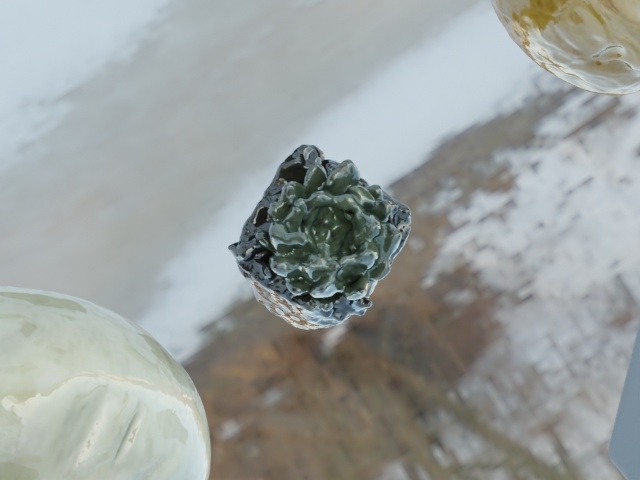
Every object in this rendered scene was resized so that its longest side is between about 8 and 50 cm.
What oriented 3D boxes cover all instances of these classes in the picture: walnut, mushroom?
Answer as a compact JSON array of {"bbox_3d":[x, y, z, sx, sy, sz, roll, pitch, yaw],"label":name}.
[{"bbox_3d":[0.251,-0.230,1.696,0.225,0.193,0.193,26,132,-31],"label":"walnut"},{"bbox_3d":[-0.241,0.161,1.338,0.315,0.315,0.356,-34,177,12],"label":"mushroom"}]

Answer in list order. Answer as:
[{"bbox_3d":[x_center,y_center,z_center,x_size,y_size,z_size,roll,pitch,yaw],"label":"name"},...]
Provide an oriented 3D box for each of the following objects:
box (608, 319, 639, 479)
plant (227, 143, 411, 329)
[{"bbox_3d":[0.274,0.126,1.424,0.050,0.160,0.230,10,-169,-9],"label":"box"},{"bbox_3d":[0.000,0.000,1.657,0.132,0.129,0.194,-60,179,-16],"label":"plant"}]
